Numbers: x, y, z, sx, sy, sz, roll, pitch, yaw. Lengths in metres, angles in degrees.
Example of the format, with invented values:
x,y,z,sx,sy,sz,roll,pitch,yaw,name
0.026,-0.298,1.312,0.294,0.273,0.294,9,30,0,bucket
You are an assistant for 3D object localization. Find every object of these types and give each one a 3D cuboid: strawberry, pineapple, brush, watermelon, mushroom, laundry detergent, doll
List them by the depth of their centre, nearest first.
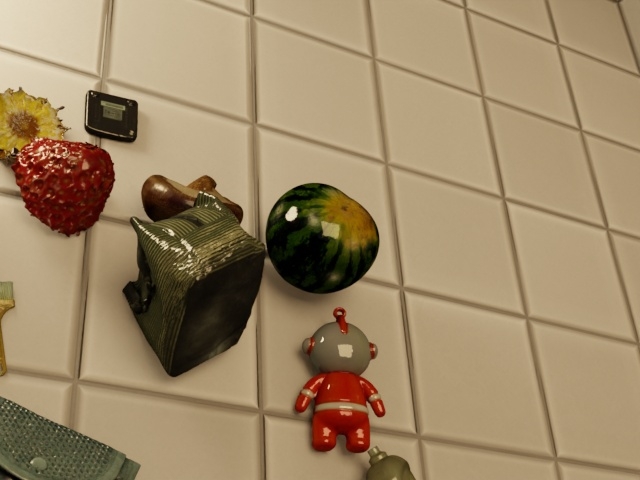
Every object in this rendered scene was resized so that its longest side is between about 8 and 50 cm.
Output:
x,y,z,sx,sy,sz,roll,pitch,yaw,name
-0.627,0.168,1.880,0.083,0.011,0.205,4,58,-32,brush
-0.516,-0.146,2.044,0.234,0.178,0.234,28,48,-36,strawberry
0.177,0.548,2.055,0.253,0.091,0.181,57,17,15,laundry detergent
-0.652,-0.246,2.140,0.221,0.047,0.221,17,54,-25,pineapple
-0.290,-0.061,2.156,0.231,0.138,0.194,20,22,-5,mushroom
0.041,0.301,2.156,0.200,0.105,0.336,4,61,-9,doll
0.003,-0.001,2.249,0.269,0.269,0.269,17,51,-22,watermelon

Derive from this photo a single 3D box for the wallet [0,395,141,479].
x,y,z,sx,sy,sz,roll,pitch,yaw,name
-0.504,0.410,1.723,0.342,0.075,0.237,27,37,-9,wallet

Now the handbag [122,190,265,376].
x,y,z,sx,sy,sz,roll,pitch,yaw,name
-0.264,0.077,1.980,0.247,0.340,0.240,-24,55,-36,handbag

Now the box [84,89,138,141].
x,y,z,sx,sy,sz,roll,pitch,yaw,name
-0.489,-0.291,2.286,0.126,0.027,0.125,11,54,-26,box
